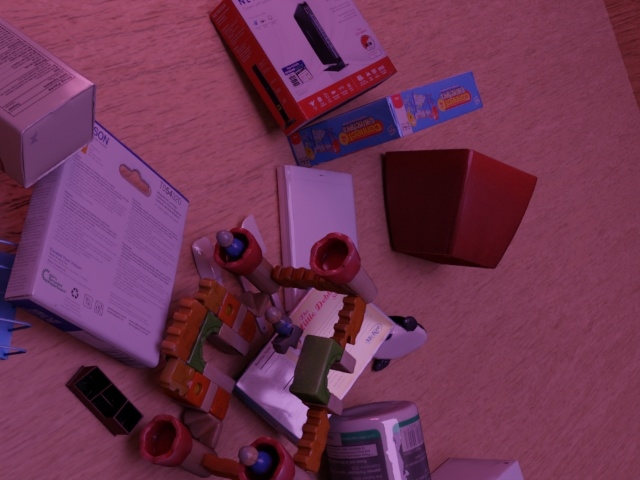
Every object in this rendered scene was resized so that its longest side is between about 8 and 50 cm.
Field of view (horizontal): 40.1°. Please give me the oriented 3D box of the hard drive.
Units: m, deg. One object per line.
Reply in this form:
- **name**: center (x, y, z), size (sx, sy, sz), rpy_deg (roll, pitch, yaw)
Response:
- **hard drive**: center (0.000, 0.000, 1.895), size (0.203, 0.040, 0.307), rpy_deg (4, 78, -43)

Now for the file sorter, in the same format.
- **file sorter**: center (-0.507, 0.088, 1.354), size (0.118, 0.104, 0.170), rpy_deg (19, 68, -40)

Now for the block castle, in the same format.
- **block castle**: center (-0.110, 0.199, 1.523), size (0.213, 0.303, 0.453), rpy_deg (48, 54, -50)

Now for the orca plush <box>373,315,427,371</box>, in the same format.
- **orca plush**: center (0.112, 0.214, 1.948), size (0.287, 0.102, 0.151), rpy_deg (-19, 139, -34)

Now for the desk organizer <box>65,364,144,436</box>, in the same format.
- **desk organizer**: center (-0.363, 0.272, 1.486), size (0.130, 0.050, 0.047), rpy_deg (53, 50, -21)

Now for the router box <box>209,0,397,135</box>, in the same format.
- **router box**: center (-0.029, -0.422, 1.891), size (0.335, 0.082, 0.301), rpy_deg (-36, 95, -42)

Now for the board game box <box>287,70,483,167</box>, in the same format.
- **board game box**: center (0.141, -0.260, 1.902), size (0.308, 0.302, 0.086), rpy_deg (-24, 98, -43)

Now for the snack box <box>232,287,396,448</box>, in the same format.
- **snack box**: center (-0.011, 0.228, 1.746), size (0.187, 0.060, 0.322), rpy_deg (42, 63, -4)

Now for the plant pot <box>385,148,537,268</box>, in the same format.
- **plant pot**: center (0.313, -0.066, 2.070), size (0.267, 0.267, 0.235), rpy_deg (14, 84, -40)

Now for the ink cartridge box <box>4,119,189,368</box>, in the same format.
- **ink cartridge box**: center (-0.356, 0.008, 1.464), size (0.324, 0.071, 0.330), rpy_deg (46, 43, -52)

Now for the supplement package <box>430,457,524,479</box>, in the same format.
- **supplement package**: center (0.353, 0.655, 1.975), size (0.199, 0.198, 0.262), rpy_deg (-24, 98, -43)

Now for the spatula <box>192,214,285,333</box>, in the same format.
- **spatula**: center (-0.154, 0.088, 1.749), size (0.168, 0.019, 0.242), rpy_deg (-30, 105, -44)

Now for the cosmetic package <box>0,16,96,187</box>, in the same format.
- **cosmetic package**: center (-0.496, -0.234, 1.313), size (0.296, 0.129, 0.153), rpy_deg (36, 52, 13)

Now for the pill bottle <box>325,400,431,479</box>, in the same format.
- **pill bottle**: center (0.130, 0.523, 1.790), size (0.204, 0.204, 0.361), rpy_deg (-7, 86, -44)
